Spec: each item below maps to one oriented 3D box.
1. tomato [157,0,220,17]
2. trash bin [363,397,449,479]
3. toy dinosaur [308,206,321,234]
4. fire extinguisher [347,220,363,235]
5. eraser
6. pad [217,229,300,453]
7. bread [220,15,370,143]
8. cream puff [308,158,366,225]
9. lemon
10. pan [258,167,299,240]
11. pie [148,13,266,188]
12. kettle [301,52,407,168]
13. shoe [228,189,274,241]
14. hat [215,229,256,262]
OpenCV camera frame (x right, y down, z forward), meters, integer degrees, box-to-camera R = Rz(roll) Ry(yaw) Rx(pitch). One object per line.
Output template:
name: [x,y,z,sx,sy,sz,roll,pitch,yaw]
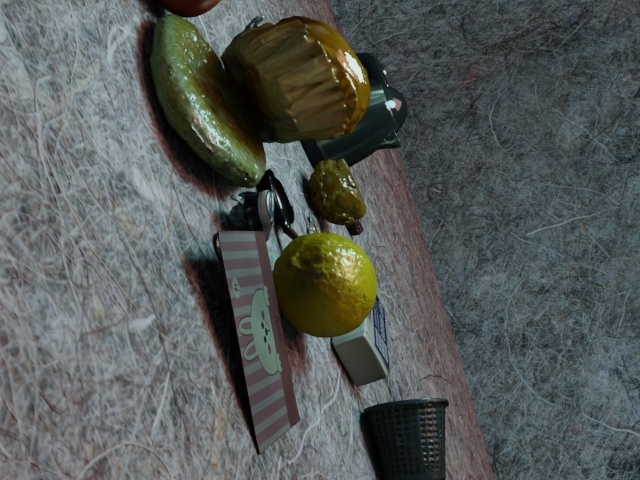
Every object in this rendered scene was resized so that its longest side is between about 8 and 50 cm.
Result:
tomato: [-0.225,-0.456,1.318,0.187,0.151,0.187,8,76,-32]
trash bin: [0.177,0.403,1.585,0.175,0.175,0.161,38,44,-65]
toy dinosaur: [0.001,-0.001,1.754,0.108,0.032,0.220,54,10,-38]
fire extinguisher: [0.071,-0.075,2.132,0.056,0.039,0.132,-104,168,-66]
eraser: [0.081,0.166,1.701,0.279,0.081,0.124,-89,154,-58]
pad: [-0.083,0.132,1.153,0.202,0.005,0.300,-2,81,-76]
bread: [-0.048,-0.277,1.436,0.388,0.183,0.236,41,-27,65]
cream puff: [0.033,-0.107,1.860,0.165,0.115,0.150,64,3,24]
lemon: [0.007,0.073,1.352,0.193,0.180,0.181,57,17,-34]
pan: [-0.066,-0.038,1.514,0.212,0.040,0.115,67,11,22]
pie: [-0.181,-0.218,1.291,0.323,0.070,0.323,59,13,-23]
kettle: [0.090,-0.317,2.069,0.207,0.271,0.251,54,20,-47]
shoe: [-0.111,-0.038,1.280,0.143,0.071,0.064,114,-20,-72]
hat: [-0.122,0.020,1.203,0.058,0.042,0.087,-63,130,-73]
